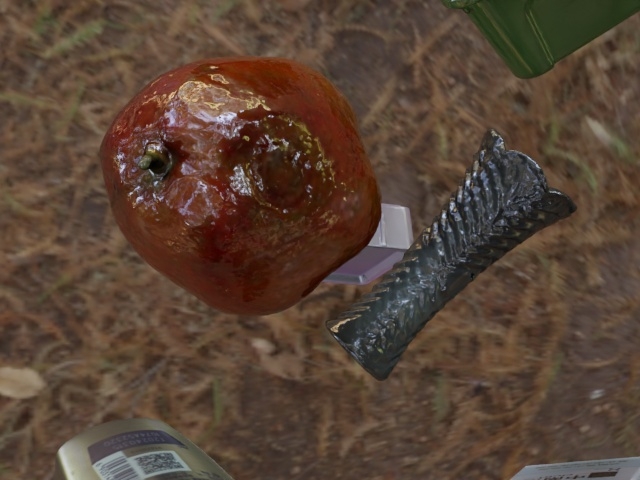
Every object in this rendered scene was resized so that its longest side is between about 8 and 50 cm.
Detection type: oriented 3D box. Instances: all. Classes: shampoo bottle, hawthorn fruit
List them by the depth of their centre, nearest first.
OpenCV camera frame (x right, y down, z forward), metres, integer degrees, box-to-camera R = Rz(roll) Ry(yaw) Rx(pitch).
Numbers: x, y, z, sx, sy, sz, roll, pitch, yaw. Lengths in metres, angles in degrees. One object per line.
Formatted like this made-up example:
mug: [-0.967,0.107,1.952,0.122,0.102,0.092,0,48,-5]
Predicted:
shampoo bottle: [-0.085,0.223,0.968,0.125,0.350,0.084,-8,108,-27]
hawthorn fruit: [-0.075,-0.055,1.142,0.224,0.261,0.224,-8,75,30]

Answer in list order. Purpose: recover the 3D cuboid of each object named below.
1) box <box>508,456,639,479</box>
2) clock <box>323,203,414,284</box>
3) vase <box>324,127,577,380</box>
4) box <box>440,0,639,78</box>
box: [0.281,0.291,1.543,0.155,0.243,0.067,-10,86,19]
clock: [0.000,0.000,1.735,0.197,0.150,0.063,5,69,-24]
vase: [0.112,0.020,1.274,0.237,0.115,0.115,-46,75,2]
box: [0.287,-0.346,1.567,0.329,0.253,0.178,-33,121,13]
